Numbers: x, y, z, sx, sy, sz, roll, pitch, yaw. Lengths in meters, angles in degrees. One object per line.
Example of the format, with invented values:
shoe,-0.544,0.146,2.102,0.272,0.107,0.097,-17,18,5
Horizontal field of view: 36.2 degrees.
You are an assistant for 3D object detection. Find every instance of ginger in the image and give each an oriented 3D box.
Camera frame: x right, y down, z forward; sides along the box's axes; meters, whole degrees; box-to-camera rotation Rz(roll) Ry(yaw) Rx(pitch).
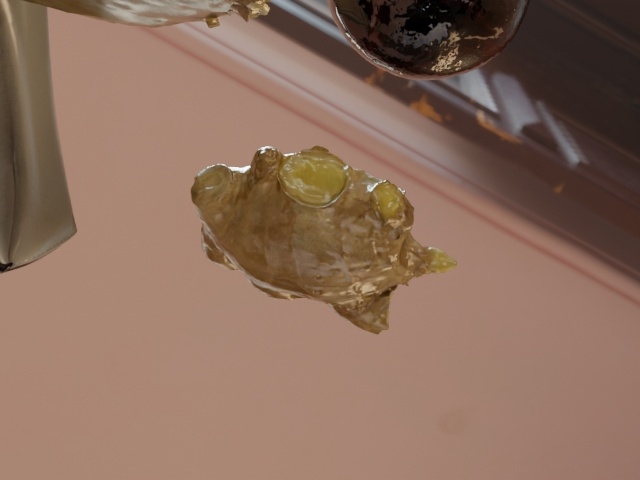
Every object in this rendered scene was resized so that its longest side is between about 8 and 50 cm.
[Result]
ginger,0.000,0.000,0.772,0.157,0.216,0.102,90,-162,-44

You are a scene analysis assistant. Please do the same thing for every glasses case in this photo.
glasses case,-0.264,-0.123,0.797,0.128,0.083,0.308,-70,-16,-63

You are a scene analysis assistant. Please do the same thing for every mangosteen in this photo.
mangosteen,0.110,-0.270,1.004,0.216,0.216,0.216,-60,8,13

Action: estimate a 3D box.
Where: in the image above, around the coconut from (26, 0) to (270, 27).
coconut,-0.084,-0.279,0.387,0.352,0.352,0.352,-60,8,13
